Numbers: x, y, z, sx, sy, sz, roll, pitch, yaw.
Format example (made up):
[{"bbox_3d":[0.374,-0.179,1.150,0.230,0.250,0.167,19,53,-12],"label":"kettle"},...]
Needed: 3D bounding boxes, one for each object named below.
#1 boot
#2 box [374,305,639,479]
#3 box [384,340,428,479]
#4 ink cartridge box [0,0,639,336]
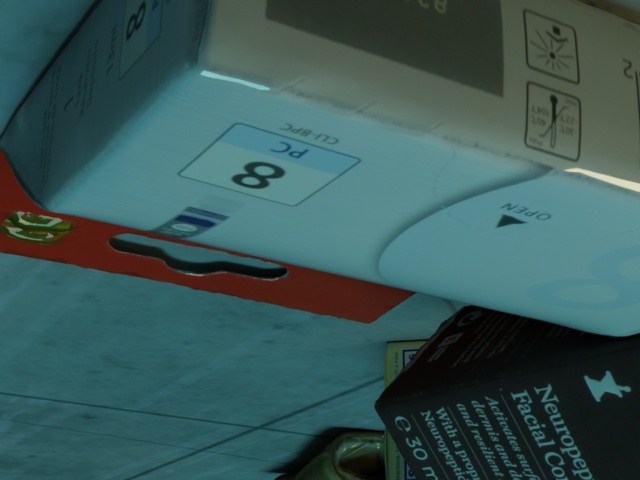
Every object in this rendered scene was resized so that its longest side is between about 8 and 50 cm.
[{"bbox_3d":[0.075,0.284,1.326,0.236,0.089,0.269,8,156,-18],"label":"boot"},{"bbox_3d":[0.239,0.104,0.665,0.381,0.191,0.143,-21,-168,40],"label":"box"},{"bbox_3d":[0.187,0.161,0.963,0.243,0.117,0.213,-3,158,11],"label":"box"},{"bbox_3d":[0.000,0.000,0.597,0.308,0.091,0.385,13,155,-27],"label":"ink cartridge box"}]
